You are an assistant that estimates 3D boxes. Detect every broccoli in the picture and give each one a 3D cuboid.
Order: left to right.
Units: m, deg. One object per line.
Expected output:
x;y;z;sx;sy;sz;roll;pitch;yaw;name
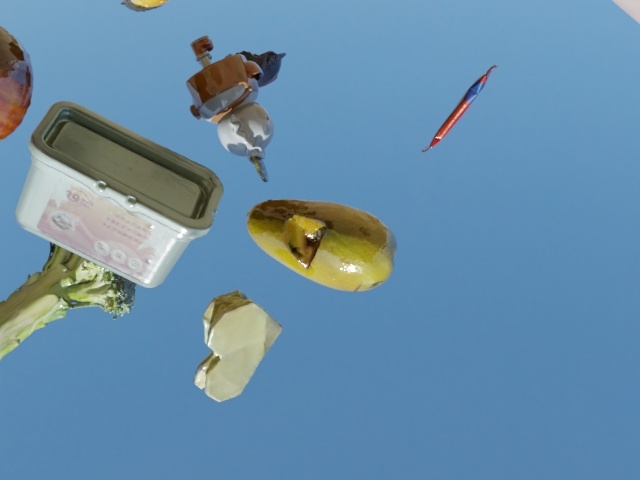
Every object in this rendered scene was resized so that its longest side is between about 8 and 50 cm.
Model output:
-0.522;0.124;2.166;0.361;0.252;0.221;-58;-169;-8;broccoli

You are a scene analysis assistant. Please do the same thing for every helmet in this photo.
-0.125;-0.329;2.092;0.123;0.070;0.098;-3;-173;-27;helmet

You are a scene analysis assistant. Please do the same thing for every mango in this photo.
0.000;0.000;1.769;0.262;0.167;0.130;13;-109;27;mango

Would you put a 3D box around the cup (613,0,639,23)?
0.461;-0.396;1.512;0.191;0.200;0.253;-45;-179;-12;cup

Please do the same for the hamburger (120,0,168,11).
-0.265;-0.463;1.772;0.191;0.118;0.182;-41;-149;12;hamburger

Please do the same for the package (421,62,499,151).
0.254;-0.240;1.964;0.200;0.022;0.083;-51;180;21;package

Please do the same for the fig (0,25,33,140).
-0.528;-0.234;1.601;0.205;0.205;0.205;-11;-148;7;fig

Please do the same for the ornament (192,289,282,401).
-0.134;0.171;1.873;0.180;0.201;0.059;-19;-136;-39;ornament

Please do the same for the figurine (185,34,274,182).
-0.158;-0.227;1.900;0.143;0.271;0.143;-12;179;0;figurine

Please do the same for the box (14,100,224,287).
-0.340;-0.063;1.775;0.312;0.182;0.175;26;-146;-10;box
